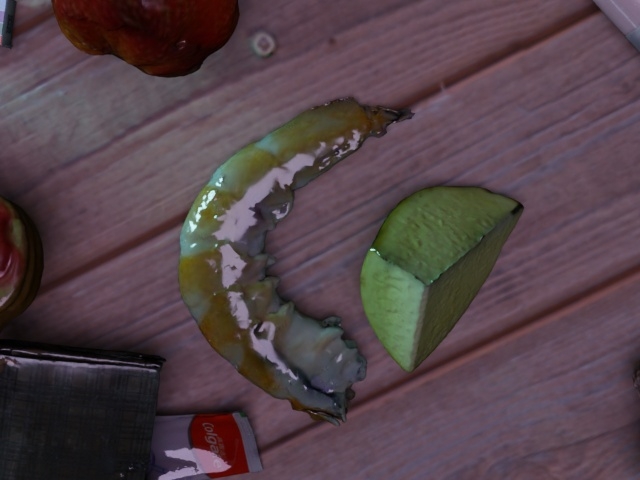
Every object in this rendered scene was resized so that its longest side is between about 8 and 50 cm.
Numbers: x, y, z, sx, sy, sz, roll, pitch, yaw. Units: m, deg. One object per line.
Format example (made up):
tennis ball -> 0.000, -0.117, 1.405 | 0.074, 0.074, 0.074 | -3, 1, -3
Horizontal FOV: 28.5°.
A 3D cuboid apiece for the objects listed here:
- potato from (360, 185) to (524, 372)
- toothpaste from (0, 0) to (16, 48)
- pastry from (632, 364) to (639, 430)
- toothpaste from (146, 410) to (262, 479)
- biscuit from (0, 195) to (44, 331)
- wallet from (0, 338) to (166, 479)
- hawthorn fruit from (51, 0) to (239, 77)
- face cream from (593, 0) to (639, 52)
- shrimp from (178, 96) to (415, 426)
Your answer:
potato -> 0.096, 0.024, 1.108 | 0.081, 0.149, 0.120 | 35, 140, 23
toothpaste -> -0.347, -0.200, 1.090 | 0.164, 0.034, 0.046 | 10, 98, 0
pastry -> 0.360, 0.110, 1.098 | 0.112, 0.103, 0.265 | 45, 98, 0
toothpaste -> -0.208, 0.205, 1.163 | 0.300, 0.048, 0.075 | -9, 97, 1
biscuit -> -0.422, 0.029, 1.060 | 0.381, 0.074, 0.359 | -11, 79, 10
wallet -> -0.238, 0.241, 1.125 | 0.168, 0.044, 0.317 | 8, 108, -7
hawthorn fruit -> -0.133, -0.220, 1.018 | 0.173, 0.173, 0.179 | 29, 63, -4
face cream -> 0.323, -0.166, 1.065 | 0.084, 0.057, 0.198 | -44, 95, 8
shrimp -> -0.033, 0.009, 1.117 | 0.185, 0.068, 0.287 | 10, 92, -5
